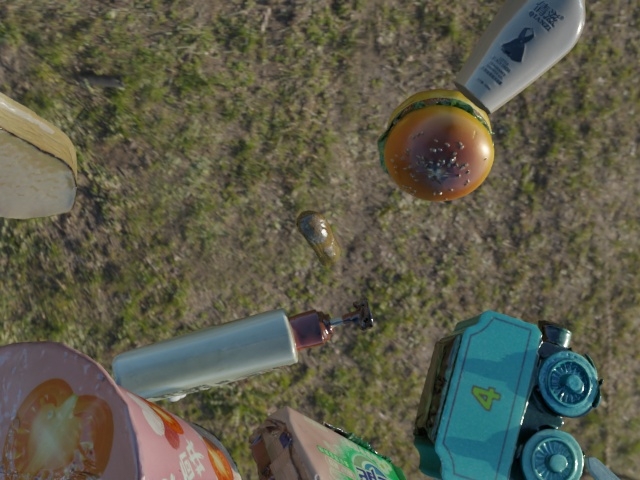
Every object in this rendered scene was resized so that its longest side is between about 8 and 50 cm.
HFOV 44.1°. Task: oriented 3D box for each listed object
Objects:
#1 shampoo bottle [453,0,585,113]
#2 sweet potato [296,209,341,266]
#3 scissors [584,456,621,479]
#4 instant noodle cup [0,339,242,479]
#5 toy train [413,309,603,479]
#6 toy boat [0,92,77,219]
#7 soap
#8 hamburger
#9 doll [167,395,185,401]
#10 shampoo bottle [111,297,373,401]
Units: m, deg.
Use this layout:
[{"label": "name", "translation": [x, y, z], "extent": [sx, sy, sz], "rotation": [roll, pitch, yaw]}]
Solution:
[{"label": "shampoo bottle", "translation": [0.325, -0.319, 1.237], "extent": [0.127, 0.078, 0.257], "rotation": [42, 95, 6]}, {"label": "sweet potato", "translation": [0.003, 0.005, 1.712], "extent": [0.062, 0.081, 0.233], "rotation": [-34, 152, -4]}, {"label": "scissors", "translation": [0.436, 0.392, 0.828], "extent": [0.447, 0.029, 0.192], "rotation": [47, 54, 3]}, {"label": "instant noodle cup", "translation": [-0.193, 0.229, 0.665], "extent": [0.243, 0.243, 0.231], "rotation": [-52, 150, -4]}, {"label": "toy train", "translation": [0.177, 0.163, 0.772], "extent": [0.154, 0.107, 0.198], "rotation": [18, 76, -5]}, {"label": "toy boat", "translation": [-0.346, -0.084, 0.899], "extent": [0.116, 0.061, 0.188], "rotation": [-37, 146, 11]}, {"label": "soap", "translation": [0.027, 0.351, 1.083], "extent": [0.098, 0.218, 0.273], "rotation": [-42, 128, 13]}, {"label": "hamburger", "translation": [0.239, -0.179, 1.619], "extent": [0.246, 0.170, 0.246], "rotation": [4, 129, 4]}, {"label": "doll", "translation": [-0.349, 0.305, 1.649], "extent": [0.162, 0.106, 0.062], "rotation": [-6, 95, 18]}, {"label": "shampoo bottle", "translation": [-0.075, 0.117, 0.898], "extent": [0.284, 0.153, 0.071], "rotation": [-18, 80, 7]}]
